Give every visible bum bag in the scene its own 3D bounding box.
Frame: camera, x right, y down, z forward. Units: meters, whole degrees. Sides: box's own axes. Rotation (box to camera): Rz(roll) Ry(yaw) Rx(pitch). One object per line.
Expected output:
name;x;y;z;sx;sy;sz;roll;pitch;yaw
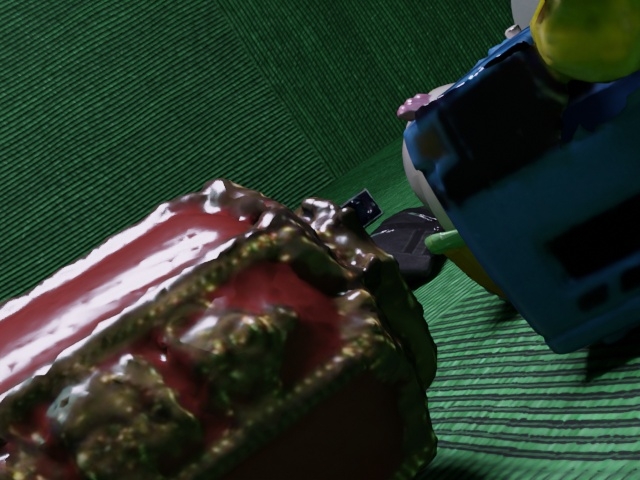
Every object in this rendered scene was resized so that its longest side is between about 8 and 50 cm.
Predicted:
bum bag;0.080;0.004;1.154;0.087;0.049;0.198;-6;15;20

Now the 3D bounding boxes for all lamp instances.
lamp;-0.079;0.095;0.542;0.274;0.177;0.177;-36;5;-20

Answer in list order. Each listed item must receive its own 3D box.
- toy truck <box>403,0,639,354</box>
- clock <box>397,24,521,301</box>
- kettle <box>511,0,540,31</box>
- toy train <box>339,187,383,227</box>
toy truck;0.230;-0.105;0.569;0.385;0.162;0.161;-30;6;21
clock;0.134;-0.058;0.836;0.231;0.144;0.103;-37;7;-41
kettle;0.335;-0.283;1.409;0.265;0.205;0.318;-26;11;40
toy train;0.000;0.000;1.701;0.207;0.043;0.047;-37;4;-37
